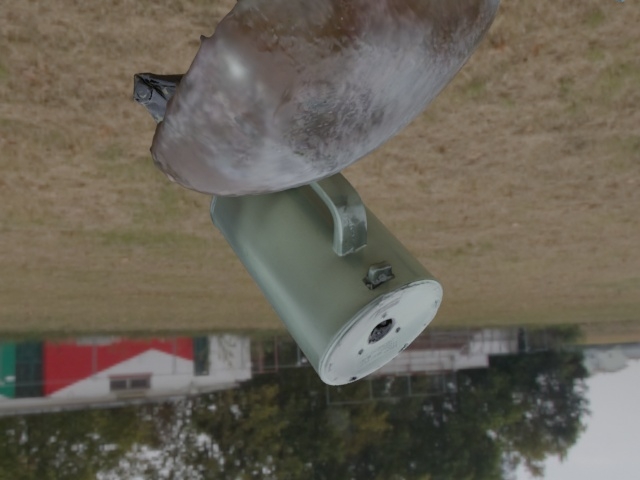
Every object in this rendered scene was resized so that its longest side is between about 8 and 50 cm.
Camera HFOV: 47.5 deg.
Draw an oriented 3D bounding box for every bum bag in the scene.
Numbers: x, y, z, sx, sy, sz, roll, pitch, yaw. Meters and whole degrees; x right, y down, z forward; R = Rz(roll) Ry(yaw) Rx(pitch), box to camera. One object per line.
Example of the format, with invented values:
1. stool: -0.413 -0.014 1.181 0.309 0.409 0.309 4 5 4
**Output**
1. bum bag: -0.149 -0.211 1.073 0.247 0.069 0.102 -2 163 -8

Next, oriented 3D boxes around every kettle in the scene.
1. kettle: -0.010 0.011 1.018 0.205 0.318 0.265 -42 149 6

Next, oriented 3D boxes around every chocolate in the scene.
1. chocolate: 0.027 -0.123 0.555 0.303 0.100 0.185 -32 164 -42
